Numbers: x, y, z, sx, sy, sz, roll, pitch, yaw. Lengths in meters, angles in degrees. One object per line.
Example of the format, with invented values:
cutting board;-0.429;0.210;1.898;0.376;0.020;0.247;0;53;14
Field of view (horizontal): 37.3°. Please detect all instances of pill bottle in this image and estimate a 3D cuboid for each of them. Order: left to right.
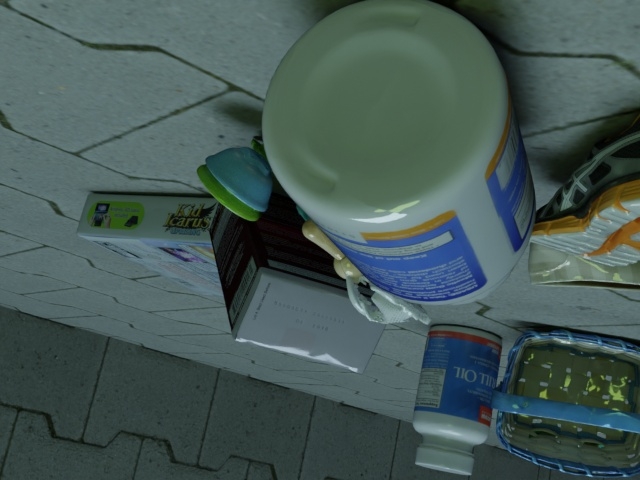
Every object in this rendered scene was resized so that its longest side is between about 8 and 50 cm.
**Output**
pill bottle;0.072;-0.040;0.678;0.152;0.152;0.272;6;164;19
pill bottle;0.216;0.256;1.520;0.124;0.222;0.124;11;165;3

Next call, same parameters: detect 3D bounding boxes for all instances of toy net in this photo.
toy net;0.000;0.000;0.820;0.232;0.045;0.122;44;-168;8

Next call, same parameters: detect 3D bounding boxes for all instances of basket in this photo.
basket;0.377;0.234;1.352;0.254;0.201;0.289;9;175;13

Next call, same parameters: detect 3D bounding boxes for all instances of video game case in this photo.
video game case;-0.126;0.016;1.209;0.244;0.061;0.269;4;164;30

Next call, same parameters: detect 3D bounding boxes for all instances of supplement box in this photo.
supplement box;-0.029;0.026;0.925;0.130;0.073;0.239;18;-161;-18

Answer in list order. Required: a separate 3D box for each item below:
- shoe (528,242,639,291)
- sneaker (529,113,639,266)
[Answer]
shoe;0.313;0.033;0.940;0.219;0.058;0.076;10;165;8
sneaker;0.223;-0.034;0.728;0.084;0.083;0.215;14;167;-9
